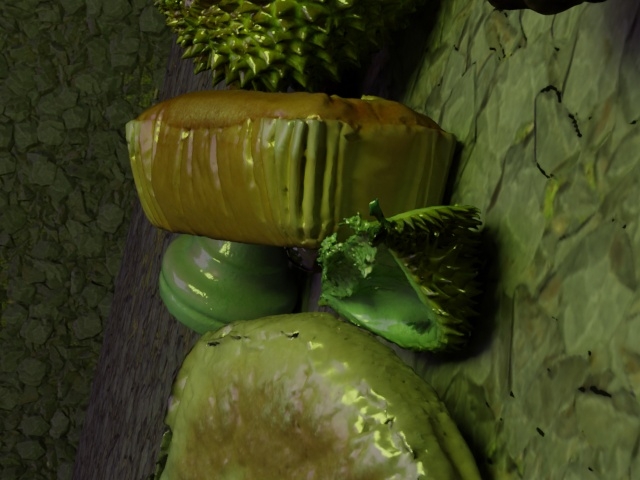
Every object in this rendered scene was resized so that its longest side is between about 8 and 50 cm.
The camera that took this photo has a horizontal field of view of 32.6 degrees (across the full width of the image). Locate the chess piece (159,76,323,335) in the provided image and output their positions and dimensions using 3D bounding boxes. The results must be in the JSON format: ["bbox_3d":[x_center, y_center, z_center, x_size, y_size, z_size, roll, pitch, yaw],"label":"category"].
[{"bbox_3d":[-0.055,-0.045,1.026,0.139,0.139,0.272,-103,31,-57],"label":"chess piece"}]

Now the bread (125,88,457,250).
[{"bbox_3d":[-0.032,-0.051,0.826,0.288,0.152,0.119,7,94,57],"label":"bread"}]

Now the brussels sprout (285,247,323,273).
[{"bbox_3d":[0.001,0.001,0.962,0.083,0.046,0.051,-37,71,60],"label":"brussels sprout"}]

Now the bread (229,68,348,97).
[{"bbox_3d":[-0.027,-0.265,1.153,0.185,0.109,0.380,109,167,-52],"label":"bread"}]

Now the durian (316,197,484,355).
[{"bbox_3d":[0.050,0.021,0.667,0.215,0.100,0.086,118,157,-71],"label":"durian"}]

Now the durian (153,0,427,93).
[{"bbox_3d":[-0.013,-0.216,0.871,0.237,0.176,0.200,-34,31,33],"label":"durian"}]

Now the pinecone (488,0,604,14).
[{"bbox_3d":[0.114,-0.209,0.499,0.184,0.179,0.205,-26,33,44],"label":"pinecone"}]

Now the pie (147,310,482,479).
[{"bbox_3d":[-0.020,0.191,0.681,0.337,0.075,0.338,-19,66,49],"label":"pie"}]
